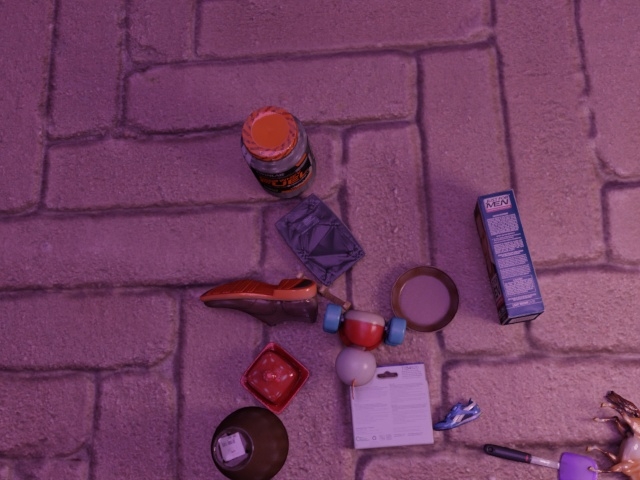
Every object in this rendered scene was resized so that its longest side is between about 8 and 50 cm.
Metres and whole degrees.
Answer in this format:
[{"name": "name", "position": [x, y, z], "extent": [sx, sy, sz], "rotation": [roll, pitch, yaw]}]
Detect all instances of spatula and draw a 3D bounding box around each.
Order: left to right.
[{"name": "spatula", "position": [0.589, 0.593, 1.816], "extent": [0.296, 0.030, 0.084], "rotation": [12, 76, 10]}]

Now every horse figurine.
[{"name": "horse figurine", "position": [0.799, 0.535, 1.784], "extent": [0.174, 0.066, 0.263], "rotation": [19, 72, -1]}]

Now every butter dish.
[{"name": "butter dish", "position": [-0.138, 0.385, 1.911], "extent": [0.160, 0.118, 0.160], "rotation": [37, 83, 15]}]

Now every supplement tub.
[{"name": "supplement tub", "position": [-0.122, -0.257, 1.975], "extent": [0.193, 0.316, 0.194], "rotation": [-2, 75, 7]}]

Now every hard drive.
[{"name": "hard drive", "position": [0.000, 0.000, 2.029], "extent": [0.172, 0.054, 0.255], "rotation": [-40, 75, -4]}]

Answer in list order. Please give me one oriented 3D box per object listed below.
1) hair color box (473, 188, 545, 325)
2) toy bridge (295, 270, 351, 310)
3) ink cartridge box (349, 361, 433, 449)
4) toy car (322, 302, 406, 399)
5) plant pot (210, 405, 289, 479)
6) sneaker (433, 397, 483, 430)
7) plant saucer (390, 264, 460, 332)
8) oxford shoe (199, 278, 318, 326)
[{"name": "hair color box", "position": [0.523, 0.052, 1.892], "extent": [0.105, 0.174, 0.347], "rotation": [-11, 74, 5]}, {"name": "toy bridge", "position": [0.008, 0.149, 1.983], "extent": [0.188, 0.063, 0.026], "rotation": [32, 81, 14]}, {"name": "ink cartridge box", "position": [0.195, 0.462, 1.889], "extent": [0.223, 0.045, 0.224], "rotation": [-5, 74, 5]}, {"name": "toy car", "position": [0.101, 0.315, 1.855], "extent": [0.219, 0.210, 0.238], "rotation": [12, 79, 2]}, {"name": "plant pot", "position": [-0.210, 0.554, 1.816], "extent": [0.215, 0.230, 0.215], "rotation": [-2, 75, 7]}, {"name": "sneaker", "position": [0.373, 0.483, 1.861], "extent": [0.144, 0.053, 0.059], "rotation": [-21, 74, -8]}, {"name": "plant saucer", "position": [0.303, 0.172, 1.958], "extent": [0.198, 0.036, 0.199], "rotation": [-2, 75, 6]}, {"name": "oxford shoe", "position": [-0.183, 0.191, 1.965], "extent": [0.363, 0.130, 0.133], "rotation": [-1, 107, 21]}]
